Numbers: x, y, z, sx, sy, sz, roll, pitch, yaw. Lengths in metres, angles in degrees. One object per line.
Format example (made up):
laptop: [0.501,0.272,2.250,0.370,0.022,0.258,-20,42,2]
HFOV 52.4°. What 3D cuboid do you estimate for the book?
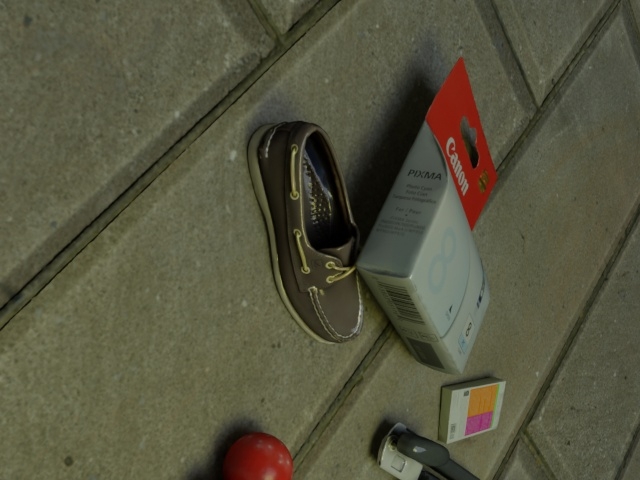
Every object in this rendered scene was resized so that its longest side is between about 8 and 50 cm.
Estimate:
book: [0.269,0.301,1.159,0.144,0.035,0.096,1,96,-40]

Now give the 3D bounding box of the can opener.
can opener: [0.196,0.383,1.061,0.283,0.095,0.076,41,69,-34]

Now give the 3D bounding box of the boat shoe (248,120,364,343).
boat shoe: [0.000,0.000,0.864,0.116,0.096,0.324,-28,111,-36]

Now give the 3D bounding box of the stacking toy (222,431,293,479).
stacking toy: [-0.146,0.372,0.765,0.330,0.141,0.141,-54,124,-32]

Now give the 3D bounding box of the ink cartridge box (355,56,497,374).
ink cartridge box: [0.212,-0.031,0.990,0.385,0.091,0.308,-61,143,-21]
